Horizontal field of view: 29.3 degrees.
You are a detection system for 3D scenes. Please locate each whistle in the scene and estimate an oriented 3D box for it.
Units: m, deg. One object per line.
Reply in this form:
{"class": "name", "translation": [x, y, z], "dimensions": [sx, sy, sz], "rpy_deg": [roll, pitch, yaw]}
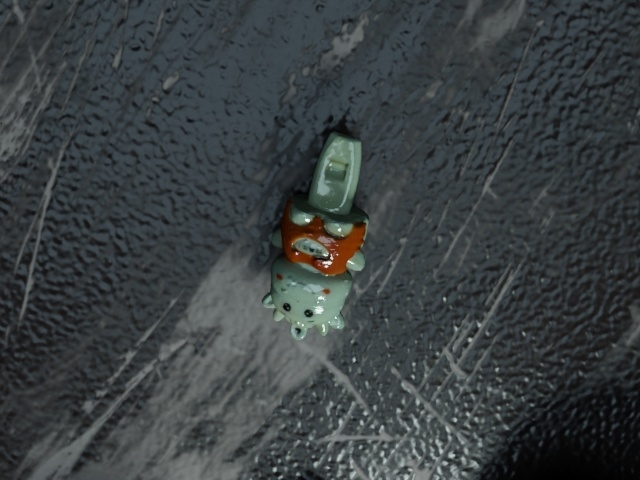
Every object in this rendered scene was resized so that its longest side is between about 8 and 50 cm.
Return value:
{"class": "whistle", "translation": [0.002, 0.000, 1.416], "dimensions": [0.101, 0.106, 0.253], "rpy_deg": [9, 106, -21]}

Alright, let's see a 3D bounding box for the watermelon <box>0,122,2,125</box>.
{"class": "watermelon", "translation": [-0.419, -0.116, 1.371], "dimensions": [0.133, 0.105, 0.105], "rpy_deg": [-17, 105, 6]}
